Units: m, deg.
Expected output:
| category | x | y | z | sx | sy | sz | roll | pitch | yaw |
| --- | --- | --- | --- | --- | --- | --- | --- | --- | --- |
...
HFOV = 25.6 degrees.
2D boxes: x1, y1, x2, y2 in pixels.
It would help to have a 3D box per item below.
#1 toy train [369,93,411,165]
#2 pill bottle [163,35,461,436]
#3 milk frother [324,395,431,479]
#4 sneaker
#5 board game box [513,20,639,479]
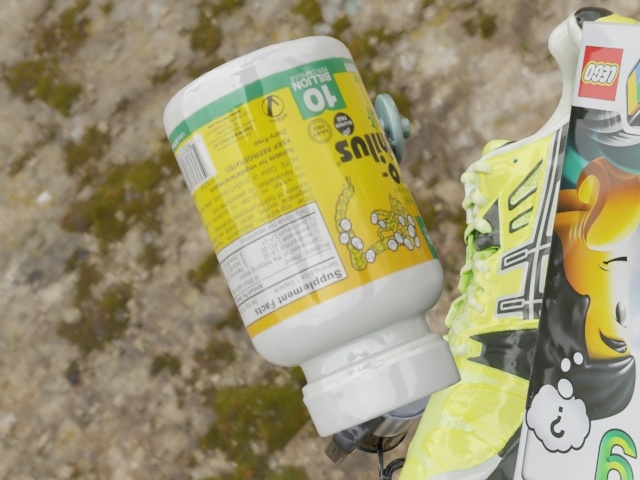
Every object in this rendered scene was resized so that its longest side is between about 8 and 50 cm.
| category | x | y | z | sx | sy | sz | roll | pitch | yaw |
| --- | --- | --- | --- | --- | --- | --- | --- | --- | --- |
| toy train | 0.009 | -0.064 | 1.496 | 0.142 | 0.190 | 0.334 | -11 | 15 | -11 |
| pill bottle | 0.000 | 0.000 | 0.803 | 0.117 | 0.117 | 0.208 | -24 | 83 | 14 |
| milk frother | 0.088 | 0.201 | 1.488 | 0.143 | 0.135 | 0.129 | 27 | 65 | 1 |
| sneaker | 0.145 | 0.016 | 0.969 | 0.147 | 0.145 | 0.384 | 32 | 80 | -2 |
| board game box | 0.192 | 0.037 | 0.441 | 0.305 | 0.053 | 0.193 | 17 | 102 | 54 |
